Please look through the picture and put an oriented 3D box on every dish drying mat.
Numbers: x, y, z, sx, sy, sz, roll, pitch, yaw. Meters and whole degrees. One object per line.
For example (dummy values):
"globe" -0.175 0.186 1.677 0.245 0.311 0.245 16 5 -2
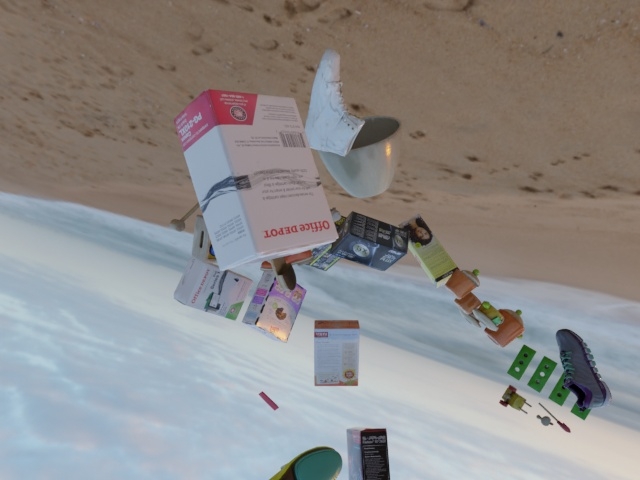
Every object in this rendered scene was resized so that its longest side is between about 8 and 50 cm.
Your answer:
"dish drying mat" -0.185 0.571 1.755 0.083 0.008 0.032 44 128 0

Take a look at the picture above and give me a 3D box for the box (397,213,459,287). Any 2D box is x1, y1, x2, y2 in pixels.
"box" 0.341 0.032 1.576 0.232 0.087 0.058 58 173 25

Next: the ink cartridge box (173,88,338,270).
"ink cartridge box" -0.091 -0.089 0.734 0.100 0.237 0.172 -23 173 42

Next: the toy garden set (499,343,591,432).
"toy garden set" 0.696 0.473 1.522 0.244 0.203 0.049 31 -175 32

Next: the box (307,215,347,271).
"box" 0.000 0.000 1.779 0.216 0.060 0.270 19 141 -25

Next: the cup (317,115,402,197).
"cup" 0.167 -0.308 1.903 0.331 0.331 0.237 12 131 39

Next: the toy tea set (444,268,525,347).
"toy tea set" 0.490 0.184 1.445 0.200 0.124 0.336 43 177 40

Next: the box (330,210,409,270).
"box" 0.139 0.006 1.409 0.180 0.077 0.147 19 151 -13

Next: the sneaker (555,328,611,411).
"sneaker" 0.693 0.349 1.345 0.098 0.223 0.083 -9 148 -18

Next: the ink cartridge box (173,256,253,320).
"ink cartridge box" -0.364 0.167 1.687 0.093 0.160 0.219 19 174 45

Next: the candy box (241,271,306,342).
"candy box" -0.148 0.215 1.624 0.070 0.196 0.165 4 153 40

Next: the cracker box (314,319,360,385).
"cracker box" 0.055 0.390 1.708 0.156 0.232 0.067 0 -160 0

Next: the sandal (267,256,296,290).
"sandal" -0.140 0.031 1.316 0.079 0.240 0.088 -7 -158 27

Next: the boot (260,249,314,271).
"boot" -0.104 0.040 1.425 0.158 0.084 0.059 -17 -167 -6

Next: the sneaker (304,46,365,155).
"sneaker" 0.059 -0.393 1.432 0.169 0.292 0.108 19 -152 12

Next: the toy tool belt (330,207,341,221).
"toy tool belt" 0.022 -0.078 1.593 0.051 0.083 0.052 54 164 44

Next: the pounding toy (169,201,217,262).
"pounding toy" -0.320 -0.030 1.423 0.206 0.181 0.094 1 -167 -42

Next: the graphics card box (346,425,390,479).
"graphics card box" 0.150 0.775 1.525 0.094 0.370 0.233 0 162 -9

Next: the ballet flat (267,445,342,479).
"ballet flat" -0.059 0.419 0.844 0.077 0.077 0.231 -21 174 40
